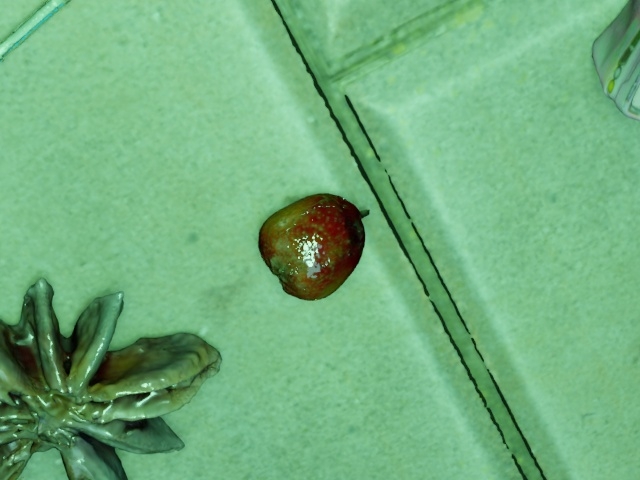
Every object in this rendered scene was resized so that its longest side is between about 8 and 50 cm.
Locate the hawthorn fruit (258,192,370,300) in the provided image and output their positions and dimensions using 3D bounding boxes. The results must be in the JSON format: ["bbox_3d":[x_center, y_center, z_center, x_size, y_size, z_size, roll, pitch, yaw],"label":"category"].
[{"bbox_3d":[-0.005,0.003,1.079,0.077,0.077,0.077,-5,119,-10],"label":"hawthorn fruit"}]

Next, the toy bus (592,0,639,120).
[{"bbox_3d":[0.317,-0.089,1.078,0.274,0.112,0.090,22,111,-22],"label":"toy bus"}]

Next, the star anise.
[{"bbox_3d":[-0.183,0.116,1.093,0.236,0.093,0.229,-20,115,-6],"label":"star anise"}]

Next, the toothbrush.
[{"bbox_3d":[-0.245,-0.098,0.995,0.294,0.026,0.028,-39,101,9],"label":"toothbrush"}]
